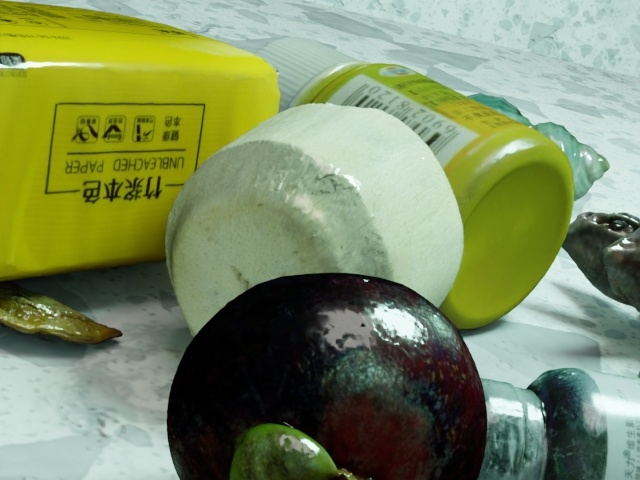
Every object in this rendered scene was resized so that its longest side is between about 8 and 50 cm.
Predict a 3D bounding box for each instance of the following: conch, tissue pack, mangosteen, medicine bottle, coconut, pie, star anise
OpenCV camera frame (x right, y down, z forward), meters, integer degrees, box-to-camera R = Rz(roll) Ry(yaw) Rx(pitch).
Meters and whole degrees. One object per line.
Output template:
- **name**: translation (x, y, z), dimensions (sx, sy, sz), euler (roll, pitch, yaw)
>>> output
- **conch**: translation (0.248, -0.099, 1.564), dimensions (0.277, 0.195, 0.220), euler (-1, -20, 34)
- **tissue pack**: translation (-0.273, -0.102, 1.100), dimensions (0.293, 0.228, 0.382), euler (20, 18, 36)
- **mangosteen**: translation (0.013, 0.130, 0.778), dimensions (0.216, 0.216, 0.216), euler (13, 22, -5)
- **medicine bottle**: translation (0.071, -0.080, 1.302), dimensions (0.224, 0.224, 0.384), euler (-7, 30, -43)
- **coconut**: translation (0.000, 0.000, 1.044), dimensions (0.237, 0.237, 0.266), euler (24, 32, 23)
- **pie**: translation (-0.263, 0.058, 1.006), dimensions (0.170, 0.034, 0.092), euler (20, 10, 14)
- **medicine bottle**: translation (0.242, 0.175, 0.896), dimensions (0.293, 0.141, 0.141), euler (11, 22, -11)
- **star anise**: translation (0.408, 0.048, 1.279), dimensions (0.332, 0.117, 0.332), euler (22, 4, -1)

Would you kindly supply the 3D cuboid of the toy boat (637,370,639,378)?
- **toy boat**: translation (0.330, 0.152, 1.092), dimensions (0.085, 0.078, 0.260), euler (36, 23, 16)
